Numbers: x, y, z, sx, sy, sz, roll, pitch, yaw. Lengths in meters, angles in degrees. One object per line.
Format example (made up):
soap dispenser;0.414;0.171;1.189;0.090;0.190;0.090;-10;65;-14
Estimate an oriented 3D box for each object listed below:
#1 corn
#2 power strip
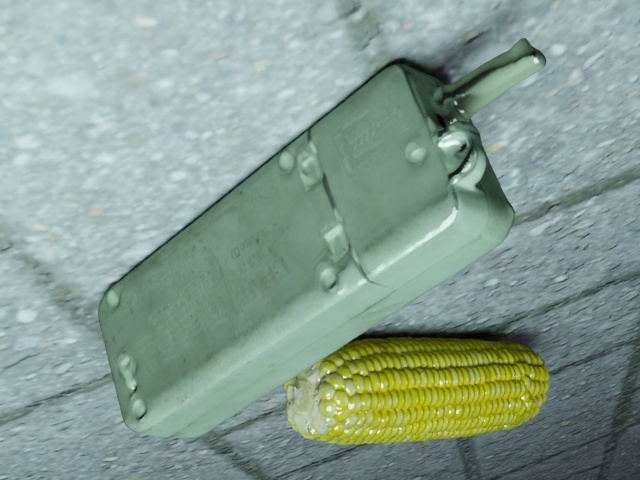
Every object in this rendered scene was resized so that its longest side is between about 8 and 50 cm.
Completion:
corn;0.077;0.114;0.833;0.249;0.081;0.081;4;145;-42
power strip;0.000;0.000;0.537;0.288;0.093;0.053;-35;148;29
